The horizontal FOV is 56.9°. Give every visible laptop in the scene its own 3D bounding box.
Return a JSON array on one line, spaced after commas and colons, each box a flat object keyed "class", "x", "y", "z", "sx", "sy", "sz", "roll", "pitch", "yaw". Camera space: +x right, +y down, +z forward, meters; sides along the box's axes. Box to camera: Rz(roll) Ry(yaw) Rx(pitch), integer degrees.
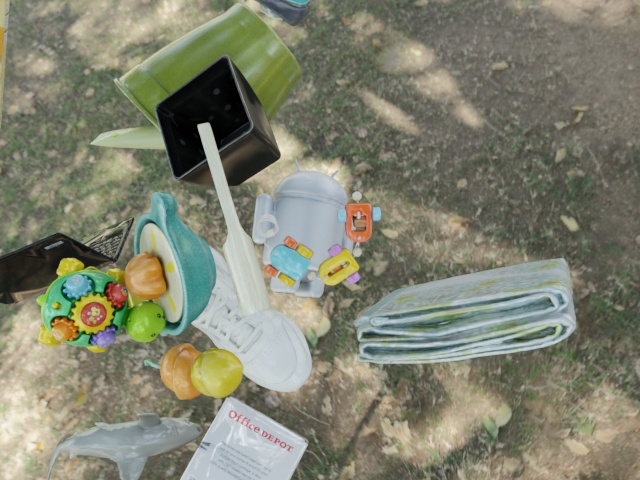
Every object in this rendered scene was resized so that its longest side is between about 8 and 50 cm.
[{"class": "laptop", "x": -0.506, "y": 0.014, "z": 1.100, "sx": 0.234, "sy": 0.136, "sz": 0.264, "roll": -21, "pitch": 30, "yaw": 8}]

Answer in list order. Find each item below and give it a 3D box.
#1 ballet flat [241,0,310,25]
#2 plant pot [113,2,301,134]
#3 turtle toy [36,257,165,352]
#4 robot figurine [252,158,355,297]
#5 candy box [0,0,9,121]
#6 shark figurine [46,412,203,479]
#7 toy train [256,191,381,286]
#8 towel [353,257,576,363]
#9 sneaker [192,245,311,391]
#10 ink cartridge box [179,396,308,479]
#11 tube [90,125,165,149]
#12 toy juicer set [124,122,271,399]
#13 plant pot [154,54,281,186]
[{"class": "ballet flat", "x": -0.115, "y": -0.456, "z": 1.082, "sx": 0.203, "sy": 0.074, "sz": 0.074, "roll": 29, "pitch": 70, "yaw": 0}, {"class": "plant pot", "x": -0.248, "y": -0.380, "z": 1.469, "sx": 0.353, "sy": 0.366, "sz": 0.366, "roll": -44, "pitch": 60, "yaw": -2}, {"class": "turtle toy", "x": -0.230, "y": 0.075, "z": 0.623, "sx": 0.066, "sy": 0.130, "sz": 0.095, "roll": 9, "pitch": 83, "yaw": 57}, {"class": "robot figurine", "x": -0.039, "y": -0.031, "z": 1.542, "sx": 0.200, "sy": 0.300, "sz": 0.353, "roll": -4, "pitch": 74, "yaw": 56}, {"class": "candy box", "x": -0.560, "y": -0.316, "z": 0.859, "sx": 0.183, "sy": 0.316, "sz": 0.087, "roll": 5, "pitch": 22, "yaw": -26}, {"class": "shark figurine", "x": -0.349, "y": 0.361, "z": 0.990, "sx": 0.278, "sy": 0.166, "sz": 0.116, "roll": -9, "pitch": 66, "yaw": -2}, {"class": "toy train", "x": 0.000, "y": 0.000, "z": 0.806, "sx": 0.166, "sy": 0.046, "sz": 0.125, "roll": -7, "pitch": 99, "yaw": -2}, {"class": "towel", "x": 0.251, "y": 0.115, "z": 0.983, "sx": 0.321, "sy": 0.374, "sz": 0.090, "roll": -12, "pitch": 91, "yaw": 22}, {"class": "sneaker", "x": -0.147, "y": 0.116, "z": 0.869, "sx": 0.305, "sy": 0.152, "sz": 0.114, "roll": 40, "pitch": 98, "yaw": 18}, {"class": "ink cartridge box", "x": -0.174, "y": 0.498, "z": 1.246, "sx": 0.198, "sy": 0.115, "sz": 0.272, "roll": 28, "pitch": 76, "yaw": 7}, {"class": "tube", "x": -0.404, "y": -0.241, "z": 1.378, "sx": 0.240, "sy": 0.070, "sz": 0.062, "roll": -2, "pitch": 73, "yaw": -1}, {"class": "toy juicer set", "x": -0.148, "y": 0.064, "z": 0.623, "sx": 0.090, "sy": 0.329, "sz": 0.209, "roll": -14, "pitch": 65, "yaw": -35}, {"class": "plant pot", "x": -0.187, "y": -0.210, "z": 1.171, "sx": 0.188, "sy": 0.167, "sz": 0.187, "roll": -29, "pitch": 63, "yaw": 17}]
